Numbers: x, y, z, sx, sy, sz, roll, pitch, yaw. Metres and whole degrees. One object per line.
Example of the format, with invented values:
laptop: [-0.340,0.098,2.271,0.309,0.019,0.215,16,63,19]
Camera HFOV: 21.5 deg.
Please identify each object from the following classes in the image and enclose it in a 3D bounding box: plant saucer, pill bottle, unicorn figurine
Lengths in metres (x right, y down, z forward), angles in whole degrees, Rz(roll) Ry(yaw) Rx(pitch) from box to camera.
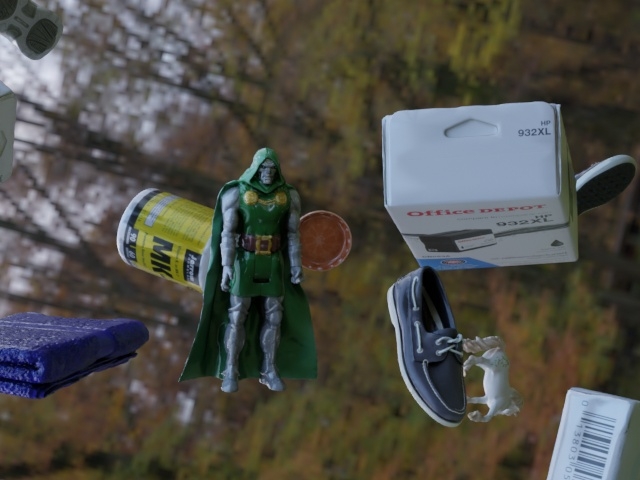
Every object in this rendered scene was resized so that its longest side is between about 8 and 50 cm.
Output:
plant saucer: [0.000,0.000,2.257,0.013,0.084,0.083,-112,32,-75]
pill bottle: [-0.172,0.010,2.380,0.119,0.209,0.119,-42,-38,-44]
unicorn figurine: [0.237,0.206,2.345,0.111,0.060,0.162,-15,-56,-30]

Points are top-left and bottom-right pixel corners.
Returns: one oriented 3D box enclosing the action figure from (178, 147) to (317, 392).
action figure: [-0.059,0.026,1.588,0.063,0.137,0.232,-144,55,-66]

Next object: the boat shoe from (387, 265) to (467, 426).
boat shoe: [0.135,0.121,1.998,0.065,0.075,0.206,-46,47,37]

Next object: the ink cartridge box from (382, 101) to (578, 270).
ink cartridge box: [0.215,-0.063,2.206,0.307,0.223,0.129,53,-144,-70]

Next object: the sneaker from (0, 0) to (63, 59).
sneaker: [-0.447,-0.329,2.289,0.090,0.115,0.232,-53,-26,-10]

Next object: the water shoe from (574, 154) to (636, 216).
water shoe: [0.387,-0.081,2.596,0.073,0.203,0.080,43,-163,-42]

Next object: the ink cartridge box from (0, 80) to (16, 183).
ink cartridge box: [-0.492,-0.175,2.140,0.093,0.219,0.160,-32,-29,-35]

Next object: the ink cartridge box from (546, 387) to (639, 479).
ink cartridge box: [0.366,0.332,1.729,0.385,0.091,0.308,16,-94,-40]

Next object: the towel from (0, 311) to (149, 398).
towel: [-0.405,0.160,2.366,0.308,0.228,0.076,-14,-75,-69]
